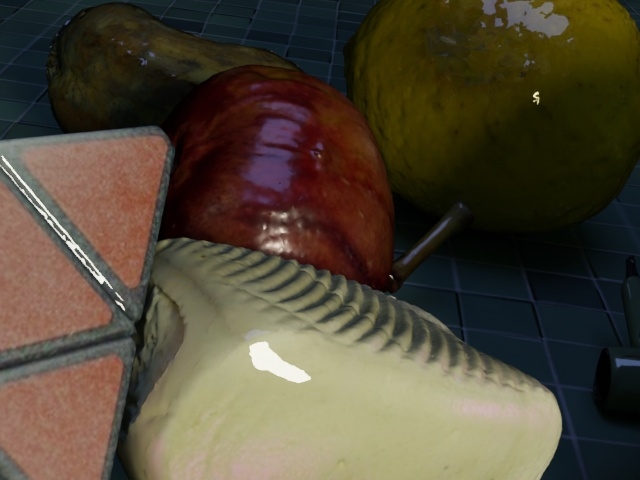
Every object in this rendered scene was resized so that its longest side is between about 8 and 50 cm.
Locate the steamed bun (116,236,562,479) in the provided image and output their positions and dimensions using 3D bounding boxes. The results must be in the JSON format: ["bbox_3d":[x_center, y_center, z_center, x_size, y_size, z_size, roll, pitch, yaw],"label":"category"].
[{"bbox_3d":[-0.006,0.099,0.559,0.239,0.152,0.170,21,9,-36],"label":"steamed bun"}]

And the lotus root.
[{"bbox_3d":[-0.131,-0.122,0.979,0.275,0.152,0.160,28,33,24],"label":"lotus root"}]

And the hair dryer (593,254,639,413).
[{"bbox_3d":[0.233,0.061,0.778,0.071,0.047,0.150,7,45,0],"label":"hair dryer"}]

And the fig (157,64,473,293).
[{"bbox_3d":[-0.016,0.005,0.760,0.249,0.186,0.203,41,27,-38],"label":"fig"}]

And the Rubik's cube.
[{"bbox_3d":[-0.199,0.071,0.453,0.228,0.228,0.233,10,21,-4],"label":"Rubik's cube"}]

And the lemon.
[{"bbox_3d":[0.152,-0.129,0.972,0.310,0.253,0.253,17,26,24],"label":"lemon"}]
